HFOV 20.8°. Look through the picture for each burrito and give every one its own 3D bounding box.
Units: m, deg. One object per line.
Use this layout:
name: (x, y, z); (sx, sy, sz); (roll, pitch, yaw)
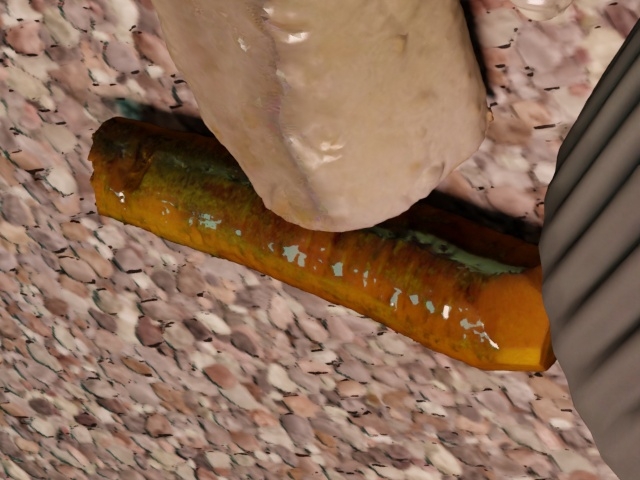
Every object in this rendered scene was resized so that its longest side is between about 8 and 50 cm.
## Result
burrito: (-0.032, -0.140, 0.710); (0.143, 0.105, 0.299); (8, 139, 35)

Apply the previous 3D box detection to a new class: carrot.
carrot: (0.000, 0.000, 0.875); (0.260, 0.070, 0.070); (19, 142, 17)

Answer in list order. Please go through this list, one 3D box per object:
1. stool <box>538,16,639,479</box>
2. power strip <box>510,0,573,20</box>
stool: (0.239, -0.044, 0.486); (0.297, 0.297, 0.330); (33, 149, -2)
power strip: (0.072, -0.220, 0.428); (0.058, 0.098, 0.338); (-138, 45, -55)
